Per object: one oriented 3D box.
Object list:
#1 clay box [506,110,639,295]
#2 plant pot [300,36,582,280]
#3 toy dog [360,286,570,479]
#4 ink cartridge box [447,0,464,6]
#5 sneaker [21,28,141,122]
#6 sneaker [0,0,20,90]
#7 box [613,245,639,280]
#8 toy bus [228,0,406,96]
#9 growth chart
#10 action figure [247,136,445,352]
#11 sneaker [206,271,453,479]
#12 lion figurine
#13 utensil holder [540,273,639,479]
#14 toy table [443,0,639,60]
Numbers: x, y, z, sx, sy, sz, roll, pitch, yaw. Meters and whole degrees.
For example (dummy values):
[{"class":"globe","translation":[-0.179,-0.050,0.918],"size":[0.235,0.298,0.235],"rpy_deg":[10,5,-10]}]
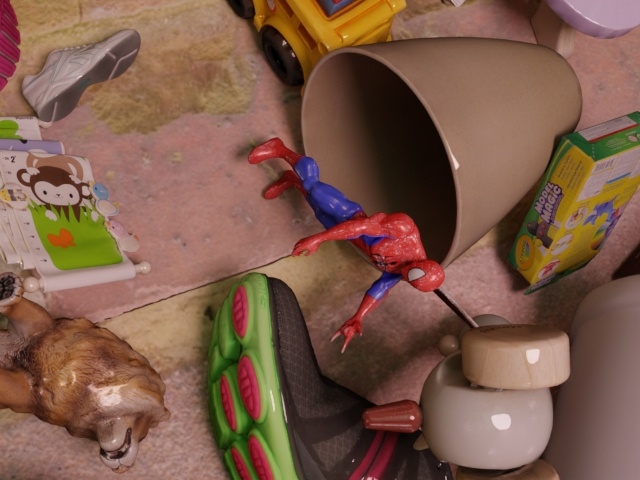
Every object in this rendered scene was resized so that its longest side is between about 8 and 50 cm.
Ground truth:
[{"class":"clay box","translation":[0.303,-0.036,0.807],"size":[0.127,0.222,0.053],"rpy_deg":[-19,53,-26]},{"class":"plant pot","translation":[0.161,-0.127,0.778],"size":[0.273,0.256,0.257],"rpy_deg":[-26,89,-27]},{"class":"toy dog","translation":[0.128,0.142,0.649],"size":[0.160,0.334,0.220],"rpy_deg":[2,75,9]},{"class":"ink cartridge box","translation":[0.107,-0.418,0.757],"size":[0.198,0.114,0.273],"rpy_deg":[-50,60,9]},{"class":"sneaker","translation":[-0.277,-0.204,0.788],"size":[0.152,0.054,0.061],"rpy_deg":[-41,75,-16]},{"class":"sneaker","translation":[-0.403,-0.270,0.755],"size":[0.111,0.103,0.253],"rpy_deg":[-4,78,-6]},{"class":"box","translation":[0.512,0.042,0.826],"size":[0.168,0.203,0.167],"rpy_deg":[-44,93,-11]},{"class":"toy bus","translation":[-0.010,-0.298,0.765],"size":[0.149,0.211,0.220],"rpy_deg":[-35,89,-10]},{"class":"growth chart","translation":[-0.294,-0.045,0.732],"size":[0.237,0.021,0.172],"rpy_deg":[55,35,9]},{"class":"action figure","translation":[0.000,0.000,0.711],"size":[0.139,0.280,0.092],"rpy_deg":[-42,137,-17]},{"class":"sneaker","translation":[0.026,0.253,0.757],"size":[0.202,0.185,0.483],"rpy_deg":[-26,90,-33]},{"class":"lion figurine","translation":[-0.361,0.136,0.688],"size":[0.391,0.240,0.142],"rpy_deg":[3,62,6]},{"class":"utensil holder","translation":[0.370,0.275,0.665],"size":[0.327,0.327,0.386],"rpy_deg":[31,62,-6]},{"class":"toy table","translation":[0.290,-0.360,0.850],"size":[0.252,0.161,0.275],"rpy_deg":[-5,84,-10]}]
